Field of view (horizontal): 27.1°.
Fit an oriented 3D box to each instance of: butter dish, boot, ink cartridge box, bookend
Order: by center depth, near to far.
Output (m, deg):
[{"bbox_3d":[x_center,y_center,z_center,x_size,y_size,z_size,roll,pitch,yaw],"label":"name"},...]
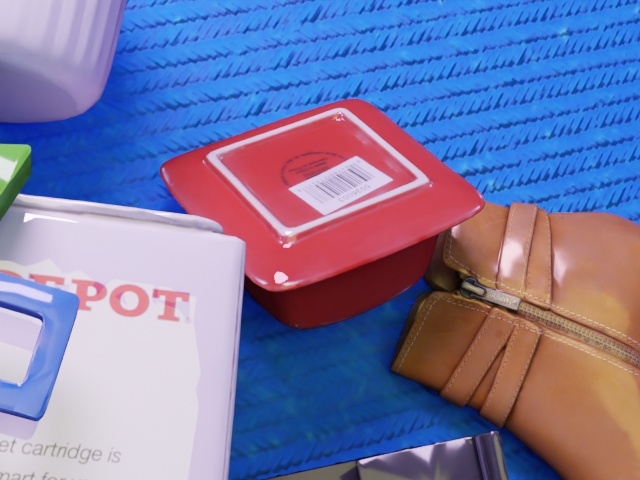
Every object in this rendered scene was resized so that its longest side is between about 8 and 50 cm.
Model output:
[{"bbox_3d":[-0.206,0.180,0.709,0.285,0.166,0.395,8,76,-13],"label":"ink cartridge box"},{"bbox_3d":[0.029,0.162,0.771,0.156,0.157,0.072,-12,80,-1],"label":"bookend"},{"bbox_3d":[0.000,0.000,0.849,0.160,0.118,0.160,-21,41,-23],"label":"butter dish"},{"bbox_3d":[0.152,0.115,0.872,0.220,0.109,0.283,16,84,-5],"label":"boot"}]

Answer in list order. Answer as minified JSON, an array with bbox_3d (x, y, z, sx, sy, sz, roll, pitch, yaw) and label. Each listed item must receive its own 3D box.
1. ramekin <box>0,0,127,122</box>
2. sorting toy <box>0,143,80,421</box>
[{"bbox_3d":[-0.234,-0.156,0.730,0.277,0.277,0.135,9,84,-15],"label":"ramekin"},{"bbox_3d":[-0.289,0.015,0.620,0.347,0.047,0.196,3,71,-11],"label":"sorting toy"}]
